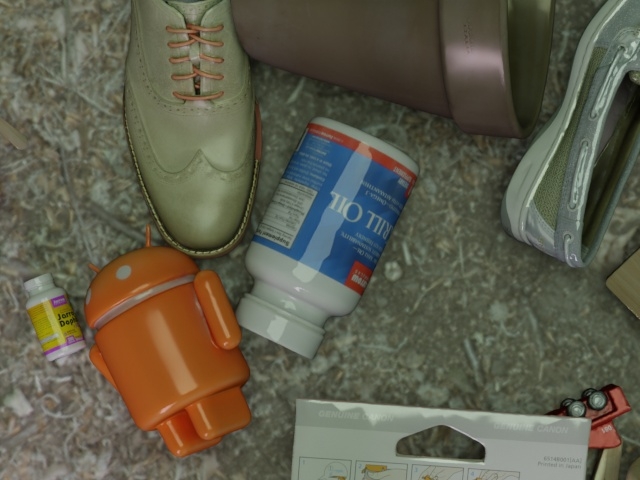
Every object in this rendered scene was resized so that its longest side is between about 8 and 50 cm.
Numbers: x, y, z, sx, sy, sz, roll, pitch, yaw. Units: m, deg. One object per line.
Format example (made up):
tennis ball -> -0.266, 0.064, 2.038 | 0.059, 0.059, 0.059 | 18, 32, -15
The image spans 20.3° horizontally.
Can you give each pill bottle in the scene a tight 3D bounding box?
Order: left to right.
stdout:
pill bottle -> -0.269, 0.076, 1.798 | 0.043, 0.043, 0.083 | -23, 88, -3
pill bottle -> 0.000, 0.000, 1.771 | 0.124, 0.124, 0.222 | 25, 87, 0

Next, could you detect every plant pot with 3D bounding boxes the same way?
plant pot -> 0.070, -0.261, 1.721 | 0.280, 0.323, 0.323 | 2, 86, 14

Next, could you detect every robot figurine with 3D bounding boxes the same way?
robot figurine -> -0.153, 0.101, 1.756 | 0.128, 0.158, 0.219 | -24, 81, -16

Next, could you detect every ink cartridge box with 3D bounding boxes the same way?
ink cartridge box -> 0.109, 0.288, 1.769 | 0.296, 0.066, 0.261 | 5, 95, -2

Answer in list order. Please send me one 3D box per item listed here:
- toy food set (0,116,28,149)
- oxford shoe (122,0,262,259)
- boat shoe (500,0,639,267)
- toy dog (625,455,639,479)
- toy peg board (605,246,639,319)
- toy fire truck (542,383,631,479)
toy food set -> -0.393, -0.050, 1.797 | 0.128, 0.071, 0.218 | 31, 88, -23
oxford shoe -> -0.134, -0.180, 1.766 | 0.140, 0.146, 0.397 | -6, 87, -3
boat shoe -> 0.297, -0.127, 1.775 | 0.103, 0.118, 0.320 | 30, 89, 37
toy dog -> 0.419, 0.320, 1.728 | 0.333, 0.161, 0.220 | -7, 124, 3
toy peg board -> 0.402, 0.040, 1.814 | 0.161, 0.079, 0.160 | 46, 102, 2
toy fire truck -> 0.284, 0.220, 1.803 | 0.192, 0.047, 0.135 | -25, 89, -2
